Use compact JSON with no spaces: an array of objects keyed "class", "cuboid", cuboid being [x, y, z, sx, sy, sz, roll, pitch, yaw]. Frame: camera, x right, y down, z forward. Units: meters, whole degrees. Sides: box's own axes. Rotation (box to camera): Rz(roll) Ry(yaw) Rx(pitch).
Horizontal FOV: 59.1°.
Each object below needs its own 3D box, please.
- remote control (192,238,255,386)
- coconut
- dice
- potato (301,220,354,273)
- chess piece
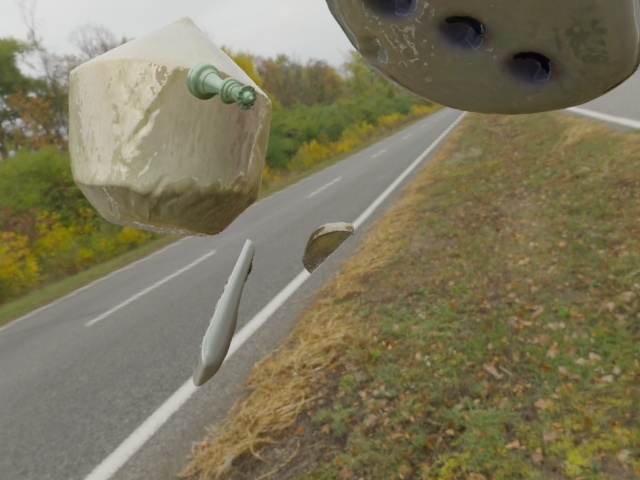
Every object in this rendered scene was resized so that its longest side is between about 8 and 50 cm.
[{"class":"remote control","cuboid":[-0.186,0.143,1.146,0.109,0.055,0.313,116,173,-47]},{"class":"coconut","cuboid":[-0.220,-0.172,0.839,0.328,0.329,0.329,-18,9,3]},{"class":"dice","cuboid":[0.119,-0.209,0.361,0.191,0.194,0.193,14,-14,36]},{"class":"potato","cuboid":[0.000,-0.001,0.699,0.093,0.036,0.037,-45,33,38]},{"class":"chess piece","cuboid":[-0.106,-0.169,0.627,0.093,0.042,0.042,27,38,35]}]
